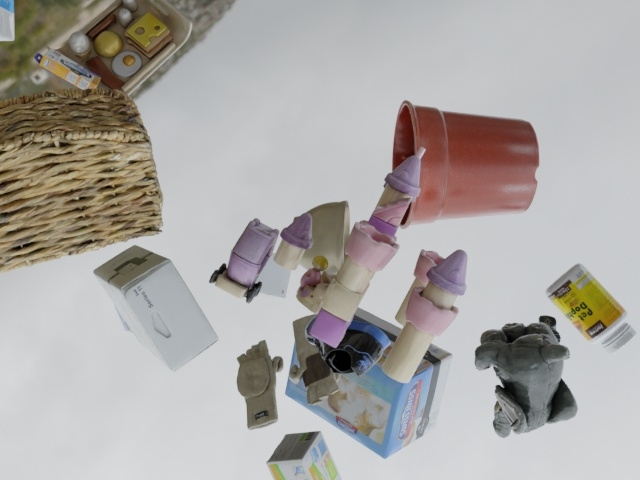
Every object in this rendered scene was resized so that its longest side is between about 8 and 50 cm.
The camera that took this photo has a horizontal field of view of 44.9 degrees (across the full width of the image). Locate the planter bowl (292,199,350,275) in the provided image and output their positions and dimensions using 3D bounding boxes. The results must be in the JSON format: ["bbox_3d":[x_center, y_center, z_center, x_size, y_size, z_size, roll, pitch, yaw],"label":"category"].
[{"bbox_3d":[0.000,0.000,1.539,0.109,0.162,0.162,1,-146,6],"label":"planter bowl"}]

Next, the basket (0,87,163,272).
[{"bbox_3d":[-0.384,-0.115,1.036,0.299,0.213,0.223,-15,-133,-15],"label":"basket"}]

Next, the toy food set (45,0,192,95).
[{"bbox_3d":[-0.503,-0.512,1.947,0.306,0.220,0.092,-47,170,-16],"label":"toy food set"}]

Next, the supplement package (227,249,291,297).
[{"bbox_3d":[-0.160,0.083,1.966,0.179,0.105,0.105,-1,-105,62],"label":"supplement package"}]

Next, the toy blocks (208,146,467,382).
[{"bbox_3d":[0.063,-0.011,1.094,0.260,0.309,0.288,-64,177,16],"label":"toy blocks"}]

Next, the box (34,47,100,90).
[{"bbox_3d":[-0.538,-0.365,1.648,0.028,0.136,0.081,-53,-159,15],"label":"box"}]

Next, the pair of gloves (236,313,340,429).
[{"bbox_3d":[-0.071,0.289,1.702,0.240,0.042,0.204,-27,-125,10],"label":"pair of gloves"}]

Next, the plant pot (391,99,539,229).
[{"bbox_3d":[0.304,-0.159,1.644,0.265,0.272,0.272,0,-153,-5],"label":"plant pot"}]

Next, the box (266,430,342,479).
[{"bbox_3d":[-0.026,0.567,1.820,0.103,0.203,0.114,-14,-163,30],"label":"box"}]

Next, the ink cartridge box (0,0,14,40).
[{"bbox_3d":[-0.590,-0.378,1.236,0.181,0.104,0.061,-9,-136,-29],"label":"ink cartridge box"}]

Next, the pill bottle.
[{"bbox_3d":[0.656,0.168,1.872,0.117,0.215,0.117,-39,168,-10],"label":"pill bottle"}]

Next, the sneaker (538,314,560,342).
[{"bbox_3d":[0.526,0.231,1.787,0.052,0.058,0.135,5,-151,16],"label":"sneaker"}]

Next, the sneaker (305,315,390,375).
[{"bbox_3d":[0.027,0.195,1.423,0.090,0.081,0.232,-47,-160,-25],"label":"sneaker"}]

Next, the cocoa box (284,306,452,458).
[{"bbox_3d":[0.117,0.347,1.983,0.347,0.231,0.228,25,-156,34],"label":"cocoa box"}]

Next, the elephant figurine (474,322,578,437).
[{"bbox_3d":[0.377,0.279,1.401,0.169,0.239,0.186,-7,-169,20],"label":"elephant figurine"}]

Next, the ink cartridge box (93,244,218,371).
[{"bbox_3d":[-0.256,0.098,1.189,0.087,0.153,0.208,-35,-160,-19],"label":"ink cartridge box"}]

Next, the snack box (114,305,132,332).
[{"bbox_3d":[-0.513,0.167,2.122,0.037,0.141,0.100,12,-140,34],"label":"snack box"}]
